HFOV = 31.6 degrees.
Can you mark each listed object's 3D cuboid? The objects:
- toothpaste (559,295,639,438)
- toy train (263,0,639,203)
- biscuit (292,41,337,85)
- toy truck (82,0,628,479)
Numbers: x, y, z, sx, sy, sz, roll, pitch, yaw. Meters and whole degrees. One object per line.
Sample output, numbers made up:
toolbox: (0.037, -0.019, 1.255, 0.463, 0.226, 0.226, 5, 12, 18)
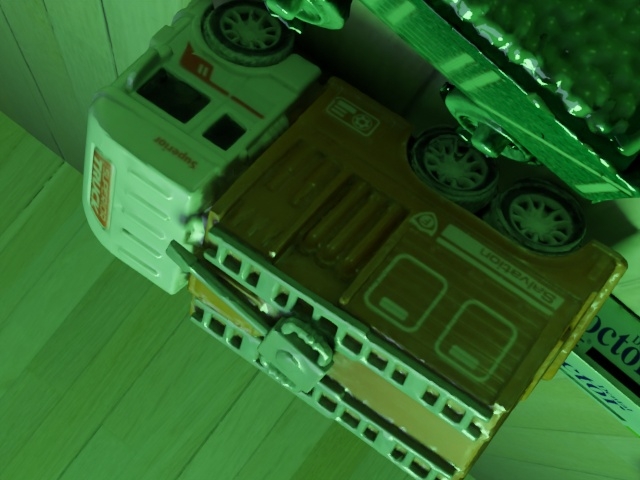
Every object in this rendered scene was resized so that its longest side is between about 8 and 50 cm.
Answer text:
toothpaste: (0.280, 0.126, 0.975, 0.336, 0.067, 0.081, 39, 166, -7)
toy train: (0.064, -0.118, 0.518, 0.269, 0.115, 0.154, 40, 175, -8)
biscuit: (-0.024, -0.120, 1.012, 0.203, 0.041, 0.260, 38, 171, -18)
toy truck: (0.000, 0.000, 0.830, 0.387, 0.207, 0.173, 34, 142, 13)
